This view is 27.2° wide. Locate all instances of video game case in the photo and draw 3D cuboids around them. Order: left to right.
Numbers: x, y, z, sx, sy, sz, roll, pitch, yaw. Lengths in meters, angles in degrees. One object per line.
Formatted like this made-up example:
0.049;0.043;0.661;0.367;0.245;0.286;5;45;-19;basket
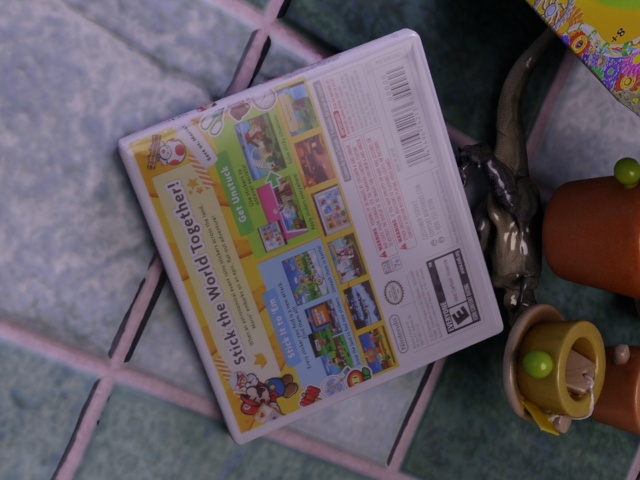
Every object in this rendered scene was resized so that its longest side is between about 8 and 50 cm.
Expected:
0.000;0.000;0.881;0.206;0.026;0.227;-22;112;-9;video game case

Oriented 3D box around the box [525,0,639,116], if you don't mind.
0.281;-0.220;0.836;0.177;0.279;0.290;29;111;-33;box

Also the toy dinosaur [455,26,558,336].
0.129;-0.025;0.971;0.118;0.064;0.268;-9;103;-42;toy dinosaur

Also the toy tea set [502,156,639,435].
0.277;0.069;1.010;0.336;0.124;0.200;21;78;-48;toy tea set
